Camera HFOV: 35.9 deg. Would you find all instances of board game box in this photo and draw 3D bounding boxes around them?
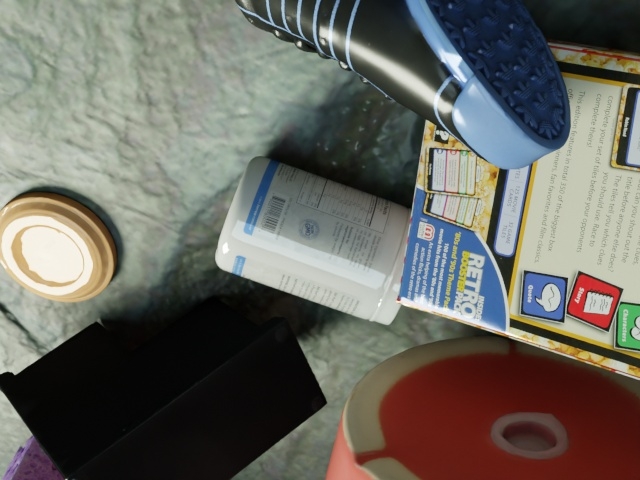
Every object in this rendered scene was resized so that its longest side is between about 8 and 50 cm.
[{"bbox_3d":[0.138,-0.015,0.467,0.194,0.045,0.146,18,108,31],"label":"board game box"}]

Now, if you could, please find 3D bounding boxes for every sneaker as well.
[{"bbox_3d":[0.016,-0.116,0.456,0.232,0.081,0.090,53,132,6],"label":"sneaker"}]

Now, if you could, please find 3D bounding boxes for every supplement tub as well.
[{"bbox_3d":[0.000,0.000,0.566,0.107,0.071,0.071,20,126,-2],"label":"supplement tub"}]

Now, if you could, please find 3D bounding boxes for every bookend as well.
[{"bbox_3d":[-0.108,0.098,0.644,0.157,0.156,0.072,24,144,54],"label":"bookend"}]

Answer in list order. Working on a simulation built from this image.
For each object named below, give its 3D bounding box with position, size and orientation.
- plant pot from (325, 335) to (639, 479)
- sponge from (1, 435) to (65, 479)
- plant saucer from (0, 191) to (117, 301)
[{"bbox_3d":[0.108,0.207,0.582,0.275,0.275,0.243,5,114,9],"label":"plant pot"},{"bbox_3d":[-0.156,0.247,0.740,0.210,0.117,0.031,39,124,-15],"label":"sponge"},{"bbox_3d":[-0.174,0.007,0.643,0.084,0.013,0.083,5,124,8],"label":"plant saucer"}]
